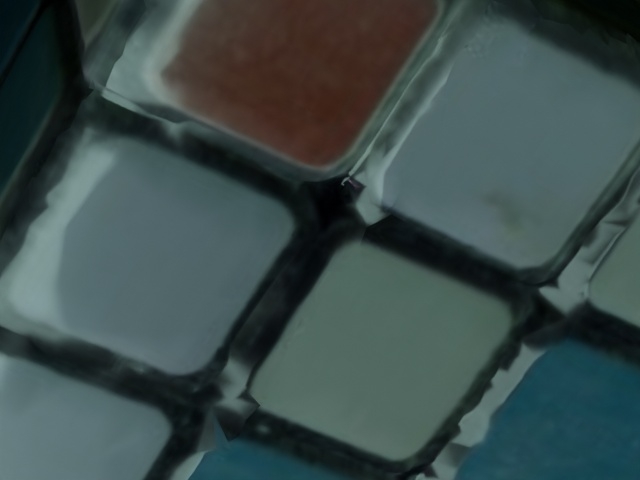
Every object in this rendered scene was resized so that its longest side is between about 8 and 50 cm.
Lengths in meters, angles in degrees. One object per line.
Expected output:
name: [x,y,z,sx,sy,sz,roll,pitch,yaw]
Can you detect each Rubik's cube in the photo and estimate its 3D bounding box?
Rubik's cube: [0.000,0.000,0.564,0.259,0.256,0.253,25,112,-25]
